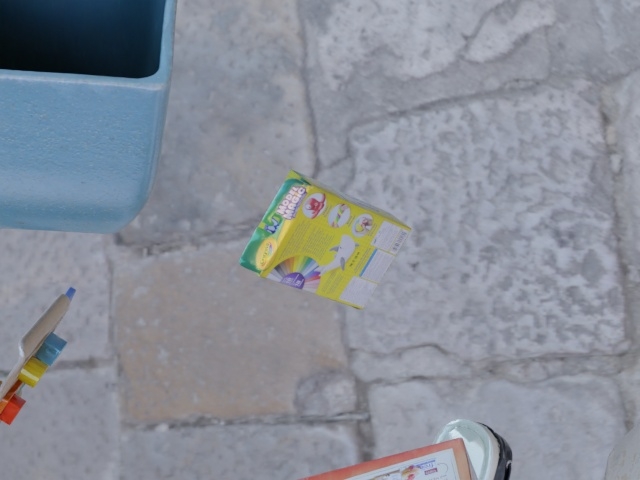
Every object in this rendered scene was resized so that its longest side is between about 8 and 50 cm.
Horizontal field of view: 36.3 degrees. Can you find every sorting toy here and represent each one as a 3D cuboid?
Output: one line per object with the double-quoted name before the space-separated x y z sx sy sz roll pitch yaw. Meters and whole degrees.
"sorting toy" -0.420 0.193 1.399 0.047 0.347 0.196 30 111 -5

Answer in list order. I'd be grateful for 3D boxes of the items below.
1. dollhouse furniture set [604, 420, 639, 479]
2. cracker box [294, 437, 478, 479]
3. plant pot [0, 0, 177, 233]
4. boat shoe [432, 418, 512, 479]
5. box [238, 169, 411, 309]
"dollhouse furniture set" 0.263 0.288 0.469 0.257 0.362 0.394 19 54 3
"cracker box" 0.037 0.244 0.607 0.156 0.067 0.232 -16 32 11
"plant pot" -0.268 -0.143 0.967 0.252 0.248 0.247 101 169 -48
"boat shoe" 0.165 0.399 1.279 0.127 0.113 0.340 15 88 38
"box" 0.000 0.000 0.974 0.043 0.179 0.105 39 102 43
